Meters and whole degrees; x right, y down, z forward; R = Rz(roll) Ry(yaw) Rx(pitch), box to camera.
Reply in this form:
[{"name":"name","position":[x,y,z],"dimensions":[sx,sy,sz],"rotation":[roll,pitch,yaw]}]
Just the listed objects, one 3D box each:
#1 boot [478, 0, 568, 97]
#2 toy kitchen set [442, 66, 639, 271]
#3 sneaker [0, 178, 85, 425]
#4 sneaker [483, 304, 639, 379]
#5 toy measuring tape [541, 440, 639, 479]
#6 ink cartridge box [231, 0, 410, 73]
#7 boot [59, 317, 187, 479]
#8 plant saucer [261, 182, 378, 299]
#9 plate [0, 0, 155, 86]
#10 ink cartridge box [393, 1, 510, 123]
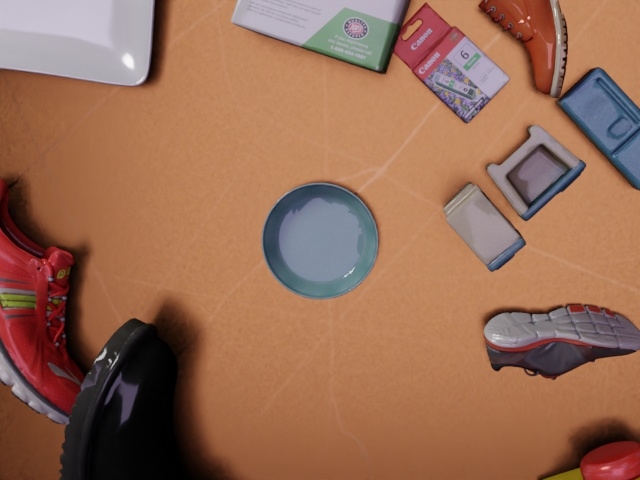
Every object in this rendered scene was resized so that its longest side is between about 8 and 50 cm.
[{"name":"boot","position":[0.199,-0.213,1.170],"dimensions":[0.085,0.059,0.157],"rotation":[-7,87,9]},{"name":"toy kitchen set","position":[0.231,-0.051,1.126],"dimensions":[0.207,0.166,0.122],"rotation":[-43,91,8]},{"name":"sneaker","position":[-0.294,0.061,1.217],"dimensions":[0.118,0.107,0.279],"rotation":[-31,94,1]},{"name":"sneaker","position":[0.243,0.107,1.207],"dimensions":[0.158,0.061,0.064],"rotation":[1,123,6]},{"name":"toy measuring tape","position":[0.244,0.279,1.187],"dimensions":[0.330,0.121,0.121],"rotation":[-19,94,7]},{"name":"ink cartridge box","position":[0.023,-0.284,1.154],"dimensions":[0.154,0.093,0.212],"rotation":[19,98,5]},{"name":"boot","position":[-0.121,0.266,1.204],"dimensions":[0.260,0.131,0.347],"rotation":[15,108,10]},{"name":"plant saucer","position":[0.000,0.000,1.224],"dimensions":[0.119,0.021,0.119],"rotation":[0,96,4]},{"name":"plate","position":[-0.293,-0.307,1.195],"dimensions":[0.278,0.045,0.277],"rotation":[7,100,2]},{"name":"ink cartridge box","position":[0.126,-0.177,1.190],"dimensions":[0.115,0.029,0.063],"rotation":[43,98,-1]}]
